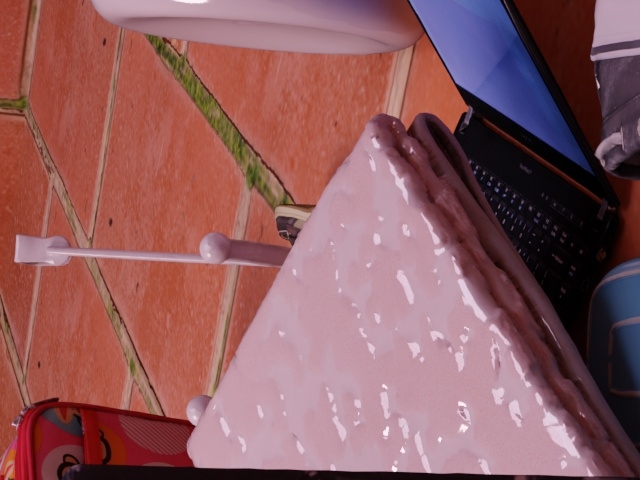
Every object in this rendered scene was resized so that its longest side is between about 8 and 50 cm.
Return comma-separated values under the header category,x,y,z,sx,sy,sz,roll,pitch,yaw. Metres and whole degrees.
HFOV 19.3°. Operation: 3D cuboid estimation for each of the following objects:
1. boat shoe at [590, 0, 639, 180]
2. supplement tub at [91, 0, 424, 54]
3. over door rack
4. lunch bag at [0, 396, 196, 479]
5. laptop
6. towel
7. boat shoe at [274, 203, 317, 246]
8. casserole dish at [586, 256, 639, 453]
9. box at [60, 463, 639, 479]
category,x,y,z,sx,sy,sz,roll,pitch,yaw
boat shoe,0.182,-0.055,0.756,0.301,0.108,0.102,-166,82,-75
supplement tub,-0.028,-0.298,1.263,0.235,0.235,0.324,-174,90,-72
over door rack,-0.098,0.117,1.300,0.108,0.324,0.239,14,-101,-63
lunch bag,-0.165,0.270,1.478,0.120,0.258,0.293,-53,35,39
laptop,0.058,-0.034,1.071,0.264,0.137,0.234,-67,21,11
towel,0.054,0.150,0.984,0.332,0.053,0.317,61,140,31
boat shoe,0.000,0.000,1.385,0.152,0.056,0.049,-179,99,-72
casserole dish,0.170,0.055,0.876,0.188,0.037,0.114,165,109,-70
box,0.082,0.247,0.596,0.312,0.343,0.179,-104,24,-43
